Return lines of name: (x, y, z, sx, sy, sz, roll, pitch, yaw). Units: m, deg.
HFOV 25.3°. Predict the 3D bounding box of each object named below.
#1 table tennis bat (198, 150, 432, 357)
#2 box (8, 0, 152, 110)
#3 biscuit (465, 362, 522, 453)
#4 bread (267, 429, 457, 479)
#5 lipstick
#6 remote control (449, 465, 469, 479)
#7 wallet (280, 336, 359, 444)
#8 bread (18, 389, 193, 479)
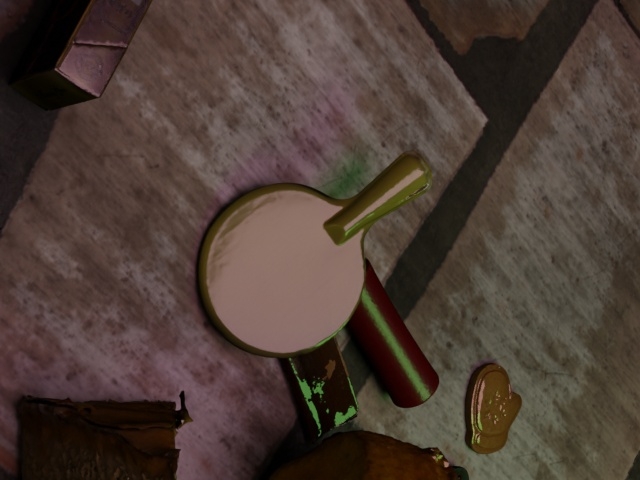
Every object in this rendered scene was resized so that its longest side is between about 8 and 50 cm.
table tennis bat: (0.000, 0.000, 1.900, 0.368, 0.054, 0.224, -38, 101, -16)
box: (-0.256, -0.271, 1.640, 0.071, 0.159, 0.240, 34, 73, -29)
biscuit: (0.273, 0.261, 2.221, 0.118, 0.023, 0.140, -9, 99, -39)
bread: (0.024, 0.404, 1.827, 0.204, 0.358, 0.337, 34, 47, -17)
lipstick: (0.086, 0.131, 2.016, 0.080, 0.080, 0.241, -46, 121, -28)
remote control: (0.140, 0.375, 2.106, 0.222, 0.042, 0.072, 2, 93, -42)
wallet: (-0.007, 0.185, 1.976, 0.095, 0.026, 0.176, -32, 112, -28)
bread: (-0.188, 0.297, 1.660, 0.279, 0.315, 0.248, 3, 93, -50)
